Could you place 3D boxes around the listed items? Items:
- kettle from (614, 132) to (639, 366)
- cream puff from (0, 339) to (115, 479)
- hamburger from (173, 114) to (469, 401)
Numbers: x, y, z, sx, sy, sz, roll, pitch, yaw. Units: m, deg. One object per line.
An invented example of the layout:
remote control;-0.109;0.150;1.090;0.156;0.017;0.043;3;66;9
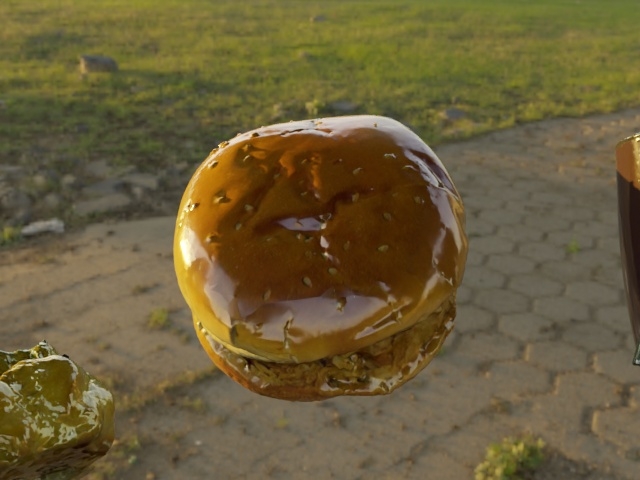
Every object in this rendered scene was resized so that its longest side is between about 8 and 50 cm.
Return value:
kettle;0.359;0.028;0.798;0.202;0.232;0.144;7;-10;-26
cream puff;-0.396;0.229;1.091;0.281;0.282;0.185;-16;66;-38
hamburger;0.000;0.000;0.889;0.289;0.170;0.314;-12;50;-1
